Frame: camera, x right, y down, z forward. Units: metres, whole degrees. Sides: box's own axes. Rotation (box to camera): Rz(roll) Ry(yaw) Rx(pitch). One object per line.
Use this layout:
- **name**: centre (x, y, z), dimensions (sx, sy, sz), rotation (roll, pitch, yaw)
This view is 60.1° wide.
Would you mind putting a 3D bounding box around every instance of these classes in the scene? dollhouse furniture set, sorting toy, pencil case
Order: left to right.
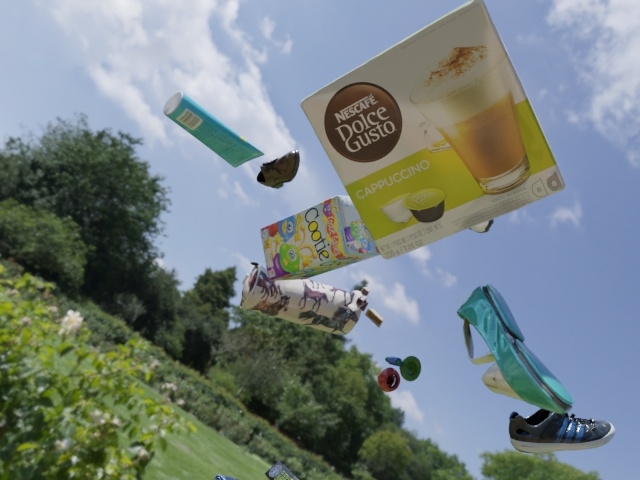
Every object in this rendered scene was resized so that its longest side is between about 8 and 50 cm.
- **pencil case**: centre (-0.059, 0.195, 1.837), dimensions (0.411, 0.159, 0.183), rotation (17, 22, -17)
- **dollhouse furniture set**: centre (0.144, 0.222, 1.733), dimensions (0.114, 0.081, 0.091), rotation (42, -49, 23)
- **sorting toy**: centre (0.150, 0.260, 1.110), dimensions (0.042, 0.102, 0.061), rotation (-2, -73, 60)

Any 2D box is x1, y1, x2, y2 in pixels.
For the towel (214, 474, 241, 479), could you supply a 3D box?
- **towel**: centre (-0.253, 0.711, 1.603), dimensions (0.067, 0.029, 0.119), rotation (34, -7, 41)

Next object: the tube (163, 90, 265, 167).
- **tube**: centre (-0.205, -0.205, 1.065), dimensions (0.080, 0.052, 0.207), rotation (-14, -34, 34)

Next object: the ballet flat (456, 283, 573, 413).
- **ballet flat**: centre (0.255, 0.161, 0.769), dimensions (0.083, 0.087, 0.247), rotation (36, 20, -26)

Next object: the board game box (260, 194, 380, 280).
- **board game box**: centre (0.000, 0.000, 1.369), dimensions (0.275, 0.144, 0.142), rotation (-21, -15, 40)

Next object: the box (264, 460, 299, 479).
- **box**: centre (-0.034, 0.789, 1.597), dimensions (0.216, 0.060, 0.270), rotation (9, -48, 62)

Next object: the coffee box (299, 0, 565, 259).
- **coffee box**: centre (0.219, -0.220, 1.056), dimensions (0.338, 0.338, 0.334), rotation (-24, -78, 24)

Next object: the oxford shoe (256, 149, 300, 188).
- **oxford shoe**: centre (-0.139, -0.226, 1.773), dimensions (0.096, 0.082, 0.227), rotation (6, -23, -31)

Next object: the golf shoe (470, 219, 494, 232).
- **golf shoe**: centre (0.411, -0.083, 1.601), dimensions (0.094, 0.077, 0.198), rotation (11, 19, -35)

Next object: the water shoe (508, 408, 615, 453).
- **water shoe**: centre (0.467, 0.357, 1.068), dimensions (0.203, 0.080, 0.073), rotation (-7, -1, -3)
